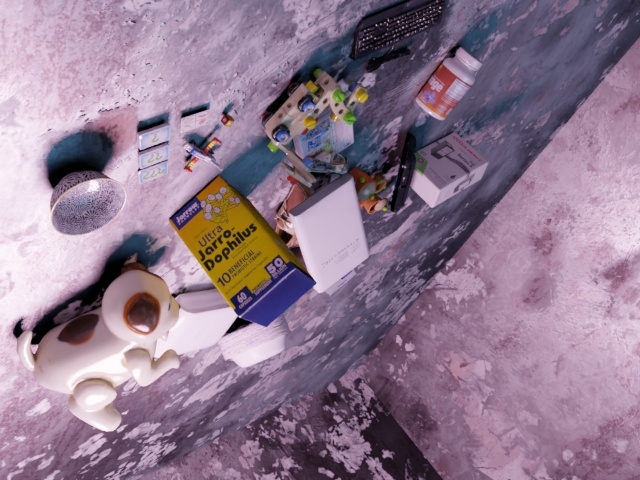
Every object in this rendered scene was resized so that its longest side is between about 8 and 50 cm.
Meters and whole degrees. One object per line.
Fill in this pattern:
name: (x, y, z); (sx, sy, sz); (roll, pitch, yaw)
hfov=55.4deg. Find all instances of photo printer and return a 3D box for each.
photo printer: (-0.437, 0.281, 2.087); (0.308, 0.107, 0.256); (-3, 137, -55)

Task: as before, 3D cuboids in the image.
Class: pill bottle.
pill bottle: (0.416, -0.506, 1.959); (0.121, 0.121, 0.216); (-4, 137, -54)

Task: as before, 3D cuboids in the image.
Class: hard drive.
hard drive: (0.038, -0.017, 1.967); (0.233, 0.047, 0.352); (-36, 137, -20)

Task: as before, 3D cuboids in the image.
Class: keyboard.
keyboard: (0.212, -0.559, 1.668); (0.317, 0.033, 0.201); (-29, 155, -23)

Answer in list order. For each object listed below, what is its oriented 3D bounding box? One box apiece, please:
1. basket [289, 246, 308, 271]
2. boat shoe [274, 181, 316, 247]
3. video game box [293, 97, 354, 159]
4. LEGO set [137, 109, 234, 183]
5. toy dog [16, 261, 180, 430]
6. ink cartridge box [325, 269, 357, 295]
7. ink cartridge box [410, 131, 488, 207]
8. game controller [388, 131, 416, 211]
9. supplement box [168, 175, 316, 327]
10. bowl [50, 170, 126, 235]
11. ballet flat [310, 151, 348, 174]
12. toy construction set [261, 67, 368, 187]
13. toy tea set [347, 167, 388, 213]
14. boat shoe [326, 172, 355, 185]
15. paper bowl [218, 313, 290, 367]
basket: (-0.140, 0.111, 2.100); (0.227, 0.154, 0.204); (-20, 163, -7)
boat shoe: (-0.084, -0.072, 1.983); (0.117, 0.123, 0.324); (-26, 152, -25)
video game box: (0.010, -0.307, 1.789); (0.187, 0.048, 0.205); (-37, 157, -12)
LEGO set: (-0.312, -0.217, 1.449); (0.244, 0.060, 0.182); (-27, 157, -30)
toy dog: (-0.571, 0.249, 1.690); (0.408, 0.284, 0.395); (-44, 120, 11)
ink cartridge box: (0.048, 0.131, 2.618); (0.165, 0.065, 0.332); (-40, 156, -2)
ink cartridge box: (0.479, -0.278, 2.364); (0.273, 0.198, 0.114); (-30, 154, -24)
game controller: (0.298, -0.245, 2.235); (0.067, 0.166, 0.319); (4, 147, -1)
supplement box: (-0.211, 0.033, 1.665); (0.194, 0.356, 0.195); (-42, 157, 2)
bowl: (-0.517, -0.096, 1.321); (0.170, 0.080, 0.170); (-32, 155, -17)
ballet flat: (0.022, -0.235, 1.818); (0.070, 0.070, 0.188); (-52, 156, 25)
toy construction set: (-0.024, -0.307, 1.609); (0.215, 0.151, 0.327); (19, 106, -55)
toy tea set: (0.170, -0.153, 2.211); (0.336, 0.124, 0.200); (-4, 138, -54)
boat shoe: (0.041, -0.070, 2.035); (0.109, 0.094, 0.302); (-101, -155, -80)
paper bowl: (-0.254, 0.406, 2.431); (0.285, 0.148, 0.284); (-24, 175, -2)
